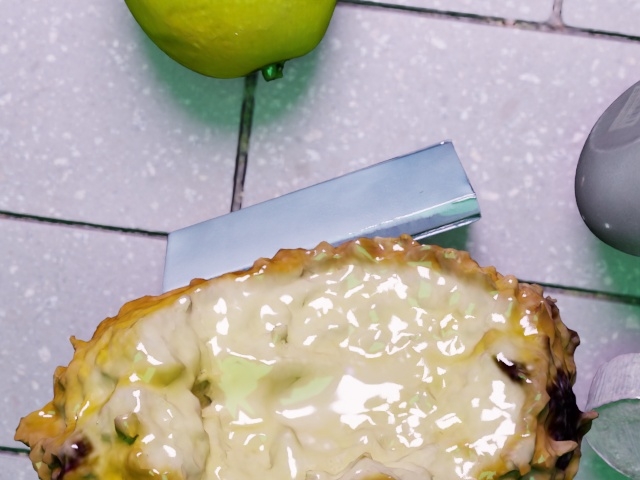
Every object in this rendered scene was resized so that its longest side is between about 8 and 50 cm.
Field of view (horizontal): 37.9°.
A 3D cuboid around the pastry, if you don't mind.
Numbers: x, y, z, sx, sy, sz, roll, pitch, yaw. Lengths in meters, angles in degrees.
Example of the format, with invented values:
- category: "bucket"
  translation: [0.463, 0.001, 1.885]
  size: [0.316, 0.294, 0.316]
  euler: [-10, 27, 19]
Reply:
- category: "pastry"
  translation: [-0.001, 0.182, 0.698]
  size: [0.404, 0.292, 0.337]
  euler: [-12, 142, -16]

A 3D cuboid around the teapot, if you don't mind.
- category: "teapot"
  translation: [0.326, -0.015, 0.729]
  size: [0.183, 0.183, 0.251]
  euler: [-41, 106, 8]

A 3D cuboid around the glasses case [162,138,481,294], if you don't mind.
- category: "glasses case"
  translation: [0.000, 0.000, 0.789]
  size: [0.266, 0.105, 0.056]
  euler: [-18, 123, 6]

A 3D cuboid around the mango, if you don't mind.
- category: "mango"
  translation: [-0.068, -0.297, 0.711]
  size: [0.192, 0.156, 0.343]
  euler: [3, 95, -6]

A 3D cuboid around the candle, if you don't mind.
- category: "candle"
  translation: [0.323, 0.163, 0.766]
  size: [0.192, 0.068, 0.169]
  euler: [-6, 127, 34]
